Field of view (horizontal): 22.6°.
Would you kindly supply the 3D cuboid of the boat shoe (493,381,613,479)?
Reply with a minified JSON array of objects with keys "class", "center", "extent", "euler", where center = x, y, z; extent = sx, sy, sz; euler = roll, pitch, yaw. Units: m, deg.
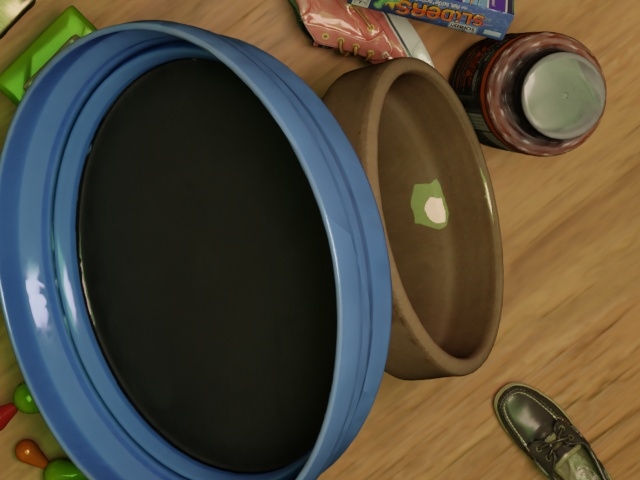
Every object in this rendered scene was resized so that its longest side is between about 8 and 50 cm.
[{"class":"boat shoe","center":[0.220,0.190,1.461],"extent":[0.152,0.049,0.056],"euler":[45,88,-8]}]

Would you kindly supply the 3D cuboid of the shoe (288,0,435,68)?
[{"class":"shoe","center":[0.034,-0.179,1.407],"extent":[0.081,0.063,0.178],"euler":[-31,92,-3]}]

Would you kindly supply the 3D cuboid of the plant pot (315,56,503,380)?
[{"class":"plant pot","center":[0.000,0.000,1.320],"extent":[0.229,0.263,0.263],"euler":[-12,97,25]}]

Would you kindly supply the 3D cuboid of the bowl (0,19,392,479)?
[{"class":"bowl","center":[-0.104,0.026,1.228],"extent":[0.077,0.391,0.391],"euler":[-13,97,-46]}]

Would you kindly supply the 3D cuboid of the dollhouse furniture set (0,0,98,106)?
[{"class":"dollhouse furniture set","center":[-0.287,-0.278,1.309],"extent":[0.301,0.151,0.197],"euler":[45,88,-8]}]

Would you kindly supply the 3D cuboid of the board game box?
[{"class":"board game box","center":[0.099,-0.269,1.362],"extent":[0.136,0.035,0.201],"euler":[13,54,-8]}]

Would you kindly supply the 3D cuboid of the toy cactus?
[{"class":"toy cactus","center":[-0.165,0.177,1.393],"extent":[0.219,0.112,0.180],"euler":[43,78,1]}]

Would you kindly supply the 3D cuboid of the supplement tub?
[{"class":"supplement tub","center":[0.178,-0.125,1.357],"extent":[0.106,0.198,0.106],"euler":[-1,96,-9]}]
